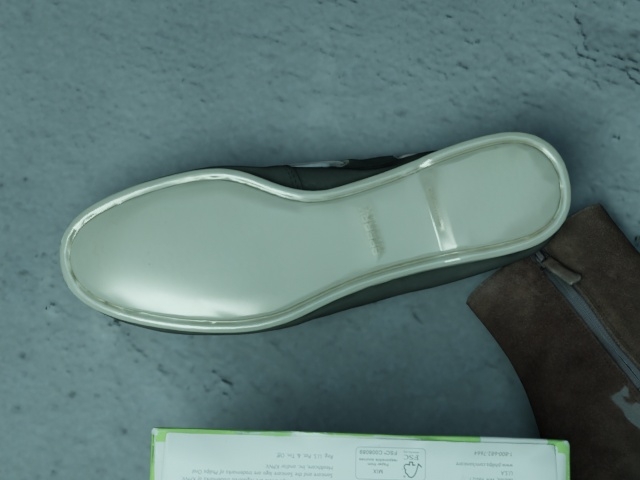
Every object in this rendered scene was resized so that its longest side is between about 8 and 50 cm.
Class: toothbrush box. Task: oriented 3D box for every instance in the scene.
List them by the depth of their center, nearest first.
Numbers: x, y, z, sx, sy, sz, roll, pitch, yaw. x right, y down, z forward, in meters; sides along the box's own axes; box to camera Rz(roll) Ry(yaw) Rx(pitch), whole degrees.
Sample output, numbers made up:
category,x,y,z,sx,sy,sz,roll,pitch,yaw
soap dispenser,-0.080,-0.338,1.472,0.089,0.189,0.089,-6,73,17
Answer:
category,x,y,z,sx,sy,sz,roll,pitch,yaw
toothbrush box,0.010,0.179,0.802,0.206,0.283,0.122,3,78,-4

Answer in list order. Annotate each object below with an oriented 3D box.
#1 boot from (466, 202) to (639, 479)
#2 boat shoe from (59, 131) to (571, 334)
category,x,y,z,sx,sy,sz,roll,pitch,yaw
boot,0.165,0.117,0.946,0.248,0.090,0.207,-39,70,-10
boat shoe,0.000,0.000,0.949,0.335,0.095,0.112,-10,82,-3
